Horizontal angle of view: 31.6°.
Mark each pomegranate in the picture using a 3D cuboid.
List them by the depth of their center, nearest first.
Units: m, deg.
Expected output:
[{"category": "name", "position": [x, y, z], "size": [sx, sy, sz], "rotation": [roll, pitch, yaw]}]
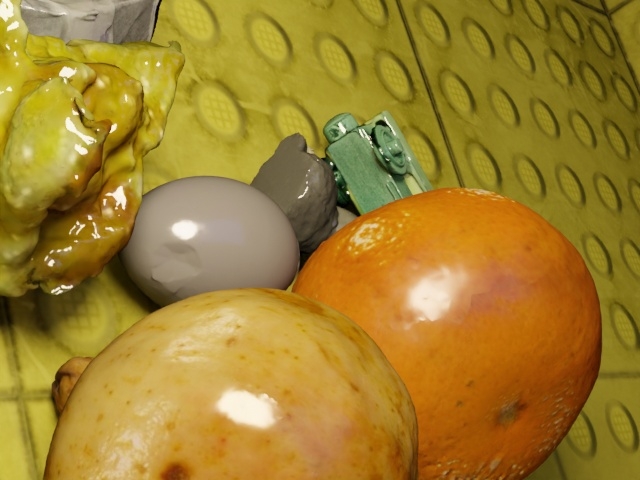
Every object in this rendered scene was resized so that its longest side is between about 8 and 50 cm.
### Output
[{"category": "pomegranate", "position": [-0.107, 0.217, 1.124], "size": [0.410, 0.410, 0.410], "rotation": [29, 45, -34]}]

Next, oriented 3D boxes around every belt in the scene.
[{"category": "belt", "position": [-0.314, -0.264, 1.362], "size": [0.184, 0.164, 0.289], "rotation": [35, 32, 12]}]

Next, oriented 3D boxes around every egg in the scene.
[{"category": "egg", "position": [-0.136, 0.008, 1.357], "size": [0.232, 0.176, 0.176], "rotation": [14, 55, -46]}]

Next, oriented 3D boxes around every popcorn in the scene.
[{"category": "popcorn", "position": [-0.310, -0.124, 1.156], "size": [0.321, 0.290, 0.325], "rotation": [-76, 156, -58]}]

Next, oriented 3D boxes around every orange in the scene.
[{"category": "orange", "position": [0.147, 0.130, 1.428], "size": [0.424, 0.424, 0.326], "rotation": [18, 17, -42]}]

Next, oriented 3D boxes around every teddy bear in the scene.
[{"category": "teddy bear", "position": [-0.015, 0.000, 1.560], "size": [0.171, 0.144, 0.251], "rotation": [-47, 123, -18]}]

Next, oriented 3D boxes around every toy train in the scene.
[{"category": "toy train", "position": [0.136, -0.040, 1.751], "size": [0.369, 0.150, 0.237], "rotation": [61, 28, 3]}]
